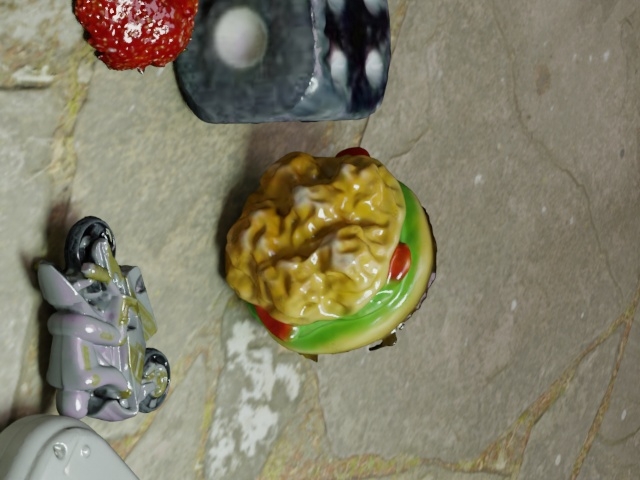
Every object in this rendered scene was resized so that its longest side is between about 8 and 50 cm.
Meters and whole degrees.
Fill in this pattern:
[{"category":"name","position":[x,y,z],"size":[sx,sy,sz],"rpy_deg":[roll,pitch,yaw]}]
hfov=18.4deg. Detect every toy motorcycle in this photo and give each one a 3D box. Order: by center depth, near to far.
[{"category":"toy motorcycle","position":[-0.212,0.098,1.874],"size":[0.152,0.073,0.225],"rpy_deg":[-54,136,-43]}]

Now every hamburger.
[{"category":"hamburger","position":[0.000,0.000,2.116],"size":[0.149,0.237,0.237],"rpy_deg":[44,52,-48]}]

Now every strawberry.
[{"category":"strawberry","position":[-0.180,-0.247,1.942],"size":[0.187,0.082,0.146],"rpy_deg":[42,47,-47]}]

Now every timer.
[{"category":"timer","position":[-0.236,0.302,1.815],"size":[0.262,0.087,0.237],"rpy_deg":[57,43,-43]}]

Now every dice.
[{"category":"dice","position":[-0.038,-0.213,2.074],"size":[0.183,0.181,0.182],"rpy_deg":[-9,99,-61]}]
